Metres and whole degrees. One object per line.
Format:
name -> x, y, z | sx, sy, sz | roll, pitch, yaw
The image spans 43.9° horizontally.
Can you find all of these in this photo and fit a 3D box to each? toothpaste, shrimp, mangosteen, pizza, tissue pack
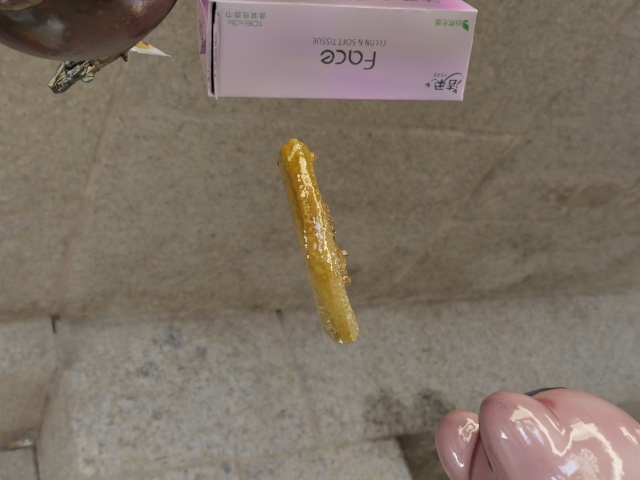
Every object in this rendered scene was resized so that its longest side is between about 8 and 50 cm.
toothpaste -> -0.417, -0.398, 1.507 | 0.058, 0.314, 0.056 | -49, 148, -22
shrimp -> -0.250, -0.226, 0.917 | 0.150, 0.217, 0.051 | -11, 124, 45
mangosteen -> -0.118, -0.136, 0.320 | 0.140, 0.140, 0.140 | -14, 149, -9
pizza -> 0.000, 0.003, 1.041 | 0.056, 0.271, 0.134 | -17, 167, 9
tissue pack -> 0.008, -0.198, 0.767 | 0.246, 0.148, 0.092 | -1, 118, -12

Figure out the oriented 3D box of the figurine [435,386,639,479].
figurine -> 0.273, 0.288, 0.877 | 0.211, 0.261, 0.270 | -10, 159, -17
